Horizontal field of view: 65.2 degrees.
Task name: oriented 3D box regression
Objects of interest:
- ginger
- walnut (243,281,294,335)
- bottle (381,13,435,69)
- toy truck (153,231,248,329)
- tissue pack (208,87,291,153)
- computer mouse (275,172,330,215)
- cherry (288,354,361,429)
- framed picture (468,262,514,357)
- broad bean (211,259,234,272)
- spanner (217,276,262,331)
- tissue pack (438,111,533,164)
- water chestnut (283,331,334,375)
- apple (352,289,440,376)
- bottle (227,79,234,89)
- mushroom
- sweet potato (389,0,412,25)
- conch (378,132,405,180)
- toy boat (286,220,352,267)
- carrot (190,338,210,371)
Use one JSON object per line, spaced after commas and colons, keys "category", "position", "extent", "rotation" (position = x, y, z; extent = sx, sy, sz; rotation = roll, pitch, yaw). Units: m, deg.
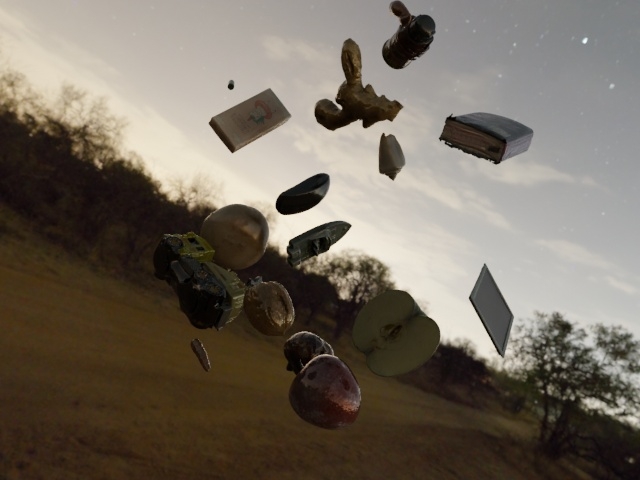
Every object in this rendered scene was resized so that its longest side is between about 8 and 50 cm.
{"category": "ginger", "position": [0.119, -0.511, 1.901], "extent": [0.122, 0.363, 0.348], "rotation": [-8, 57, -43]}
{"category": "walnut", "position": [-0.160, 0.220, 1.587], "extent": [0.184, 0.155, 0.155], "rotation": [63, 1, 14]}
{"category": "bottle", "position": [0.341, -0.764, 1.895], "extent": [0.156, 0.143, 0.271], "rotation": [52, -15, -7]}
{"category": "toy truck", "position": [-0.435, 0.143, 1.857], "extent": [0.405, 0.181, 0.254], "rotation": [43, 29, 27]}
{"category": "tissue pack", "position": [-0.298, -0.518, 2.150], "extent": [0.170, 0.325, 0.071], "rotation": [54, -29, -1]}
{"category": "computer mouse", "position": [-0.055, -0.175, 2.015], "extent": [0.086, 0.269, 0.138], "rotation": [50, -23, 22]}
{"category": "cherry", "position": [0.008, 0.516, 1.726], "extent": [0.285, 0.236, 0.213], "rotation": [45, 9, 29]}
{"category": "framed picture", "position": [0.531, 0.209, 1.549], "extent": [0.217, 0.017, 0.274], "rotation": [61, 32, -3]}
{"category": "broad bean", "position": [-0.457, 0.084, 2.424], "extent": [0.156, 0.229, 0.122], "rotation": [-18, -38, 32]}
{"category": "spanner", "position": [-0.341, 0.259, 2.113], "extent": [0.026, 0.325, 0.093], "rotation": [9, -48, 29]}
{"category": "tissue pack", "position": [0.652, -0.409, 1.940], "extent": [0.259, 0.122, 0.361], "rotation": [30, 30, 26]}
{"category": "water chestnut", "position": [-0.069, 0.631, 2.718], "extent": [0.289, 0.244, 0.289], "rotation": [31, -13, 8]}
{"category": "apple", "position": [0.332, 0.427, 2.284], "extent": [0.312, 0.360, 0.320], "rotation": [52, -2, -15]}
{"category": "bottle", "position": [-0.404, -0.706, 2.266], "extent": [0.030, 0.030, 0.083], "rotation": [31, 22, -23]}
{"category": "mushroom", "position": [-0.360, -0.042, 2.124], "extent": [0.292, 0.292, 0.290], "rotation": [32, 17, -26]}
{"category": "sweet potato", "position": [0.273, -0.797, 1.740], "extent": [0.058, 0.055, 0.202], "rotation": [5, 42, -18]}
{"category": "conch", "position": [0.254, -0.305, 1.828], "extent": [0.104, 0.176, 0.094], "rotation": [-13, 5, 9]}
{"category": "toy boat", "position": [0.000, 0.000, 2.084], "extent": [0.092, 0.319, 0.141], "rotation": [47, -26, 32]}
{"category": "carrot", "position": [-0.366, 0.354, 1.545], "extent": [0.035, 0.036, 0.165], "rotation": [33, 2, -37]}
